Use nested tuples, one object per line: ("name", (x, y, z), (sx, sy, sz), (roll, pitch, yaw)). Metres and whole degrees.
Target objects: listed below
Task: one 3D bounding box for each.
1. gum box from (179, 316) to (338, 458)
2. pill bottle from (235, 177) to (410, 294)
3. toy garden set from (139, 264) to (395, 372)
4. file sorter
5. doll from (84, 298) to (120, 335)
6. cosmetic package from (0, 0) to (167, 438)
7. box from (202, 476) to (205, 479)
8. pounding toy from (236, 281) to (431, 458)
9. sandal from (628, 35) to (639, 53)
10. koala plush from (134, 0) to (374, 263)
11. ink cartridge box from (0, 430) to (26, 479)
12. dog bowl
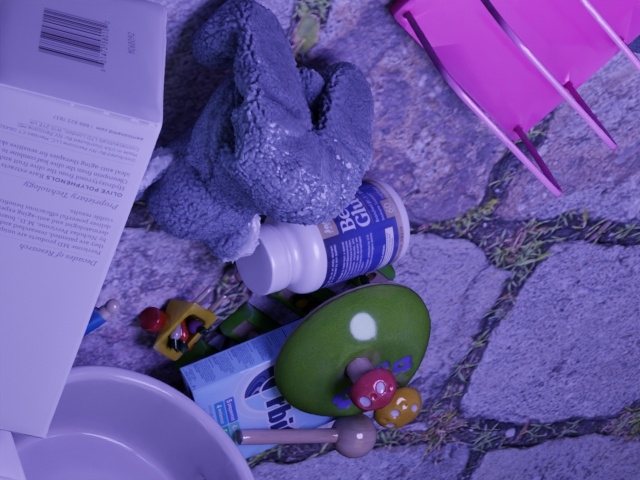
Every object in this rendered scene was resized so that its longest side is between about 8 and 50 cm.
("gum box", (-0.053, 0.163, 1.955), (0.184, 0.041, 0.157), (-22, 141, -12))
("pill bottle", (0.000, 0.000, 1.823), (0.169, 0.094, 0.094), (-19, 141, -33))
("toy garden set", (-0.057, 0.076, 1.927), (0.244, 0.049, 0.204), (-39, 140, 11))
("file sorter", (0.254, -0.215, 1.666), (0.291, 0.182, 0.202), (-41, 121, 11))
("doll", (-0.264, 0.068, 1.794), (0.129, 0.046, 0.189), (-7, 135, -25))
("cosmetic package", (-0.258, -0.029, 1.556), (0.155, 0.197, 0.365), (13, 127, -14))
("box", (-0.222, 0.331, 1.863), (0.322, 0.257, 0.079), (20, 135, -23))
("pounding toy", (0.043, 0.165, 1.899), (0.183, 0.110, 0.237), (2, 130, -37))
("sandal", (0.401, -0.286, 1.836), (0.254, 0.054, 0.097), (-42, 147, -1))
("koala plush", (-0.083, -0.071, 1.667), (0.221, 0.203, 0.196), (-31, 135, 32))
("ink cartridge box", (-0.413, 0.179, 1.673), (0.168, 0.232, 0.171), (20, 120, -41))
("dog bowl", (-0.208, 0.277, 1.786), (0.349, 0.349, 0.102), (6, 141, -36))
